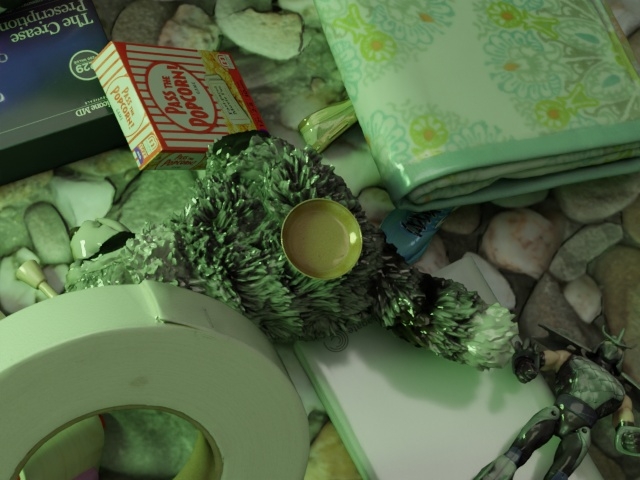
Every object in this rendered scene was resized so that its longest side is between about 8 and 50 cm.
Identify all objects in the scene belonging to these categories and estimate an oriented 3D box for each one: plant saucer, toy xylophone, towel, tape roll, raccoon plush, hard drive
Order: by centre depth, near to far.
[{"bbox_3d":[-0.201,0.216,1.239,0.392,0.392,0.072,-17,37,-11],"label":"tape roll"},{"bbox_3d":[0.000,0.000,1.290,0.083,0.015,0.083,4,75,-13],"label":"plant saucer"},{"bbox_3d":[-0.051,0.075,1.320,0.446,0.216,0.299,22,54,22],"label":"raccoon plush"},{"bbox_3d":[-0.342,0.142,1.382,0.236,0.081,0.323,-19,60,-47],"label":"toy xylophone"},{"bbox_3d":[0.154,0.216,1.437,0.233,0.047,0.353,-25,73,-14],"label":"hard drive"},{"bbox_3d":[0.204,-0.203,1.541,0.374,0.090,0.320,-10,61,-20],"label":"towel"}]

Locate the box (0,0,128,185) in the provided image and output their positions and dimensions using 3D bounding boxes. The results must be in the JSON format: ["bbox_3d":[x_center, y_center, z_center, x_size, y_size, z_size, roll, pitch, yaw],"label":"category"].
[{"bbox_3d":[-0.367,-0.171,1.511,0.261,0.103,0.184,-20,75,-12],"label":"box"}]

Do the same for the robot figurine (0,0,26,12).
[{"bbox_3d":[-0.427,-0.314,1.425,0.278,0.209,0.173,-19,52,-13],"label":"robot figurine"}]

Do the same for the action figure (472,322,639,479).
[{"bbox_3d":[0.260,0.201,1.379,0.185,0.099,0.285,31,65,16],"label":"action figure"}]

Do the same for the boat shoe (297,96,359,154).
[{"bbox_3d":[0.049,-0.152,1.567,0.153,0.056,0.048,-25,83,-12],"label":"boat shoe"}]

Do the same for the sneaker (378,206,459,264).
[{"bbox_3d":[0.122,-0.040,1.518,0.063,0.073,0.162,37,70,8],"label":"sneaker"}]

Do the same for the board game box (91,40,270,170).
[{"bbox_3d":[-0.154,-0.151,1.491,0.193,0.045,0.147,-5,63,-51],"label":"board game box"}]
